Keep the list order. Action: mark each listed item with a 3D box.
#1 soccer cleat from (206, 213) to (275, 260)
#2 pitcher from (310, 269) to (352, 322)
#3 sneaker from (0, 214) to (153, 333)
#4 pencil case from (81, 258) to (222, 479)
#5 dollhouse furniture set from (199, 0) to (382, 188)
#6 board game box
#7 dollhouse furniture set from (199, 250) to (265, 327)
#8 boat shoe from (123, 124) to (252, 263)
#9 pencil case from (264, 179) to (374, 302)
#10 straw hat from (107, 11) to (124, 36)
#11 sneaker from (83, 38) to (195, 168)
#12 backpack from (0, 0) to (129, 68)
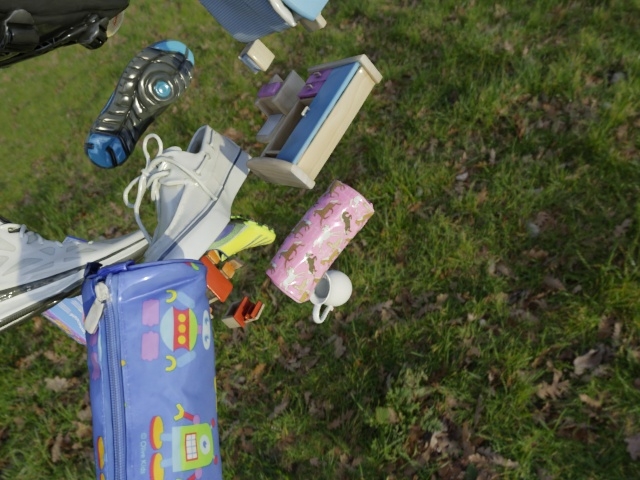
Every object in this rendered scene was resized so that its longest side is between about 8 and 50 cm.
[{"bbox_3d":[-0.225,-0.005,1.231,0.093,0.289,0.121,20,96,29],"label":"soccer cleat"},{"bbox_3d":[0.027,0.190,1.624,0.125,0.207,0.178,6,87,24],"label":"pitcher"},{"bbox_3d":[-0.623,0.012,1.081,0.447,0.169,0.257,-30,90,-37],"label":"sneaker"},{"bbox_3d":[-0.163,0.161,0.457,0.119,0.133,0.306,-14,74,21],"label":"pencil case"},{"bbox_3d":[-0.122,-0.250,0.667,0.286,0.303,0.198,16,71,54],"label":"dollhouse furniture set"},{"bbox_3d":[-0.783,0.179,1.557,0.078,0.347,0.233,14,58,13],"label":"board game box"},{"bbox_3d":[-0.320,0.165,1.567,0.135,0.259,0.262,-23,27,33],"label":"dollhouse furniture set"},{"bbox_3d":[-0.212,-0.085,0.710,0.136,0.156,0.367,-35,24,29],"label":"boat shoe"},{"bbox_3d":[0.000,0.000,1.445,0.160,0.167,0.386,36,88,22],"label":"pencil case"},{"bbox_3d":[-0.495,-0.520,1.058,0.144,0.144,0.061,3,24,5],"label":"straw hat"},{"bbox_3d":[-0.426,-0.320,1.084,0.341,0.125,0.139,-53,31,-8],"label":"sneaker"},{"bbox_3d":[-0.408,-0.234,0.393,0.355,0.273,0.290,-17,24,17],"label":"backpack"}]
